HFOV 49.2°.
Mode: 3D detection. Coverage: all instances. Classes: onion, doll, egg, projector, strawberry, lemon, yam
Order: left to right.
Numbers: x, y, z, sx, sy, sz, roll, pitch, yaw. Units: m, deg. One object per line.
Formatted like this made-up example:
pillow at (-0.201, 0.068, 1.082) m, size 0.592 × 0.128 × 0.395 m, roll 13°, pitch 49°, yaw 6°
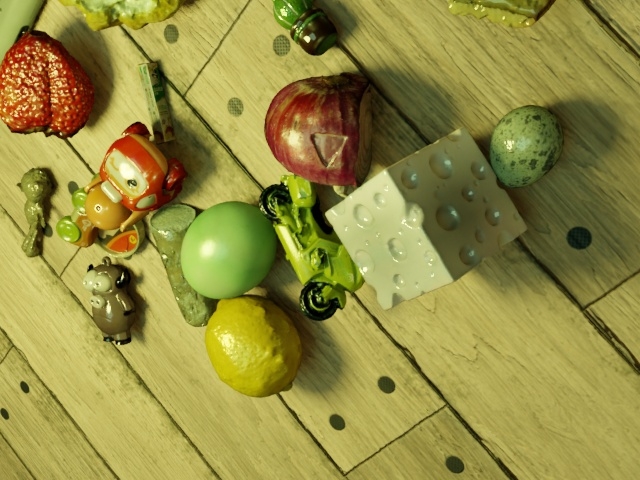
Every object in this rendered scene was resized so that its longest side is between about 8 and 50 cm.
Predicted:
projector at (-0.826, -0.626, 1.893) m, size 0.108 × 0.108 × 0.337 m, roll 48°, pitch 123°, yaw 7°
doll at (-0.859, -0.078, 2.107) m, size 0.203 × 0.091 × 0.285 m, roll 19°, pitch 107°, yaw 60°
strawberry at (-0.725, -0.414, 1.825) m, size 0.288 × 0.250 × 0.238 m, roll 97°, pitch 156°, yaw -45°
doll at (-0.610, 0.173, 2.030) m, size 0.182 × 0.117 × 0.257 m, roll 5°, pitch 111°, yaw 34°
yam at (-0.352, 0.075, 1.843) m, size 0.133 × 0.133 × 0.330 m, roll -3°, pitch 107°, yaw 30°
egg at (-0.225, 0.025, 1.700) m, size 0.220 × 0.220 × 0.270 m, roll 53°, pitch 127°, yaw 5°
lemon at (-0.168, 0.260, 1.745) m, size 0.233 × 0.233 × 0.288 m, roll -44°, pitch 74°, yaw 32°
onion at (-0.006, -0.233, 1.483) m, size 0.231 × 0.256 × 0.272 m, roll 12°, pitch 97°, yaw 11°
egg at (0.390, -0.177, 1.339) m, size 0.132 × 0.132 × 0.172 m, roll 32°, pitch 132°, yaw 17°

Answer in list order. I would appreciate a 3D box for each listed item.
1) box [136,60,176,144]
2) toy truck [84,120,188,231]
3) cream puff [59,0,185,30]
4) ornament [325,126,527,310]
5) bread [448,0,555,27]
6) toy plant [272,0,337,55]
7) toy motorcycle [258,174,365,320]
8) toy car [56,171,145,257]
box at (-0.421, -0.351, 1.788) m, size 0.041 × 0.050 × 0.207 m, roll -4°, pitch 104°, yaw 29°
toy truck at (-0.483, -0.140, 1.759) m, size 0.189 × 0.239 × 0.265 m, roll 47°, pitch 156°, yaw 2°
cream puff at (-0.480, -0.640, 1.602) m, size 0.324 × 0.270 × 0.274 m, roll -6°, pitch 80°, yaw -12°
ornament at (0.204, -0.040, 1.385) m, size 0.239 × 0.240 × 0.240 m, roll 59°, pitch 147°, yaw 2°
bread at (0.355, -0.498, 1.240) m, size 0.204 × 0.163 × 0.261 m, roll 20°, pitch 92°, yaw 24°
toy plant at (-0.041, -0.477, 1.506) m, size 0.162 × 0.093 × 0.093 m, roll 47°, pitch 122°, yaw 9°
toy motorcycle at (0.001, -0.001, 1.599) m, size 0.342 × 0.206 × 0.142 m, roll 66°, pitch 155°, yaw 7°
toy car at (-0.588, -0.055, 1.948) m, size 0.235 × 0.145 × 0.235 m, roll 6°, pitch 120°, yaw 10°
